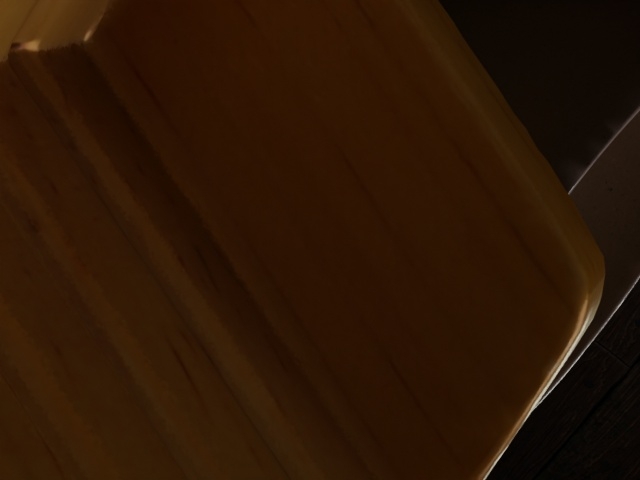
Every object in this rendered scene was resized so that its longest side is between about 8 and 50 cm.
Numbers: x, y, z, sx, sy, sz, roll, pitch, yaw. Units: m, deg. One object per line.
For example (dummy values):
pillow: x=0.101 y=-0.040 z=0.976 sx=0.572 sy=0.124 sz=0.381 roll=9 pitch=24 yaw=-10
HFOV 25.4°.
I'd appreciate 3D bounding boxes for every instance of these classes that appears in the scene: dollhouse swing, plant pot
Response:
dollhouse swing: x=-0.001 y=-0.042 z=0.238 sx=0.305 sy=0.315 sz=0.347 roll=-35 pitch=179 yaw=26
plant pot: x=0.073 y=-0.039 z=0.775 sx=0.284 sy=0.191 sz=0.284 roll=-43 pitch=157 yaw=-24
